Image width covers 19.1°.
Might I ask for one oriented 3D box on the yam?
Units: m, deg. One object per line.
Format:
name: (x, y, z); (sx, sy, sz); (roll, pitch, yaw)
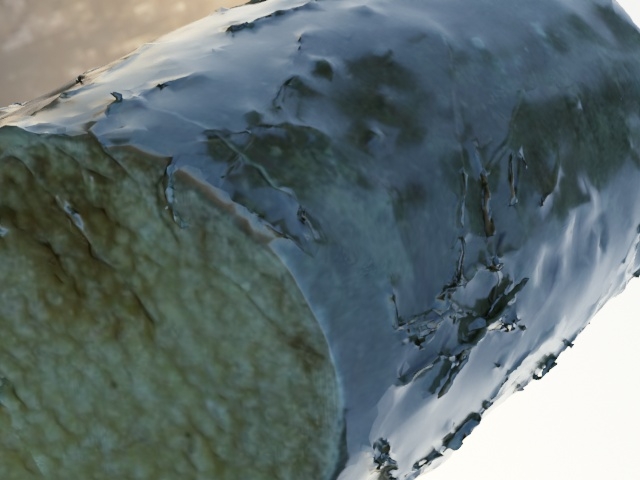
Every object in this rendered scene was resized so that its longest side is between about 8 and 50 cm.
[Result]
yam: (0.000, 0.000, 0.532); (0.154, 0.254, 0.154); (20, -58, 35)
